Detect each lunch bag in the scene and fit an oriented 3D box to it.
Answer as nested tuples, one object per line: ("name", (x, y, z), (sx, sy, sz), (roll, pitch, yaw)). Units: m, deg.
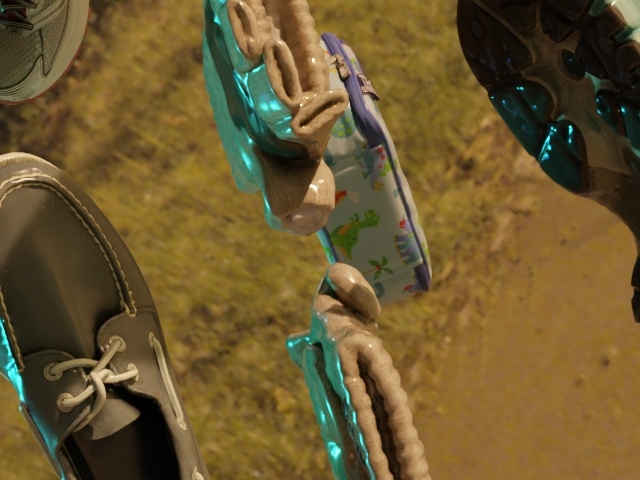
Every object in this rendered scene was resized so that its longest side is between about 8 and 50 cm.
("lunch bag", (0.023, -0.062, 1.281), (0.090, 0.219, 0.176), (-22, 32, 1))

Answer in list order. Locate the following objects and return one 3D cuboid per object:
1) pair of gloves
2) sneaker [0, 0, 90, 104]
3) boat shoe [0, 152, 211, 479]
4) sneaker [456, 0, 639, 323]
("pair of gloves", (0.000, 0.000, 0.592), (0.204, 0.042, 0.240), (110, 142, -79))
("sneaker", (-0.219, -0.211, 1.067), (0.093, 0.088, 0.225), (-8, -72, -71))
("boat shoe", (-0.130, 0.095, 0.917), (0.116, 0.319, 0.099), (-24, 14, -24))
("sneaker", (0.176, -0.017, 0.553), (0.122, 0.283, 0.110), (-37, 13, -25))
